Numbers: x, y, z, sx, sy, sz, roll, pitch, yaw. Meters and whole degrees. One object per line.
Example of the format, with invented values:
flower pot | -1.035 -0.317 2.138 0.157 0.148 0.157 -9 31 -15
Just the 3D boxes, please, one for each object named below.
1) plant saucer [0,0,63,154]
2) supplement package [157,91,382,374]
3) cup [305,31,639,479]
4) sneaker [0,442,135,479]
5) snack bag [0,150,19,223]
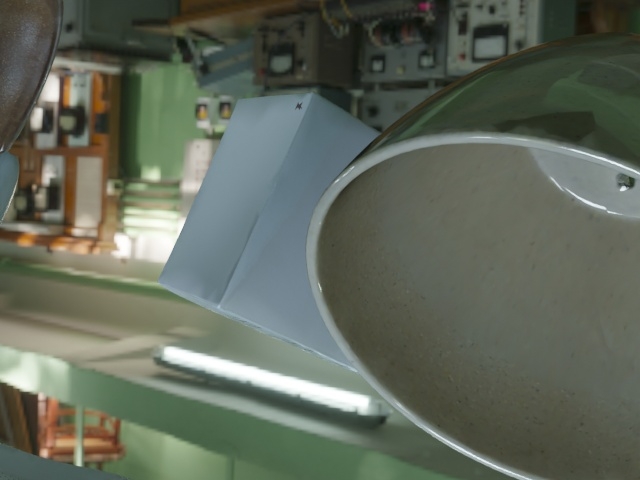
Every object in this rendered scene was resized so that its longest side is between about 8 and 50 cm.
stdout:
plant saucer | -0.268 -0.051 0.545 0.050 0.310 0.310 38 -176 1
supplement package | 0.000 0.000 0.854 0.203 0.194 0.149 28 172 -29
cup | 0.188 -0.011 0.664 0.331 0.331 0.237 4 -136 33
sneaker | -0.210 0.245 0.668 0.292 0.108 0.169 17 -134 -2
snack bag | -0.236 0.149 0.466 0.037 0.323 0.342 20 151 -20
